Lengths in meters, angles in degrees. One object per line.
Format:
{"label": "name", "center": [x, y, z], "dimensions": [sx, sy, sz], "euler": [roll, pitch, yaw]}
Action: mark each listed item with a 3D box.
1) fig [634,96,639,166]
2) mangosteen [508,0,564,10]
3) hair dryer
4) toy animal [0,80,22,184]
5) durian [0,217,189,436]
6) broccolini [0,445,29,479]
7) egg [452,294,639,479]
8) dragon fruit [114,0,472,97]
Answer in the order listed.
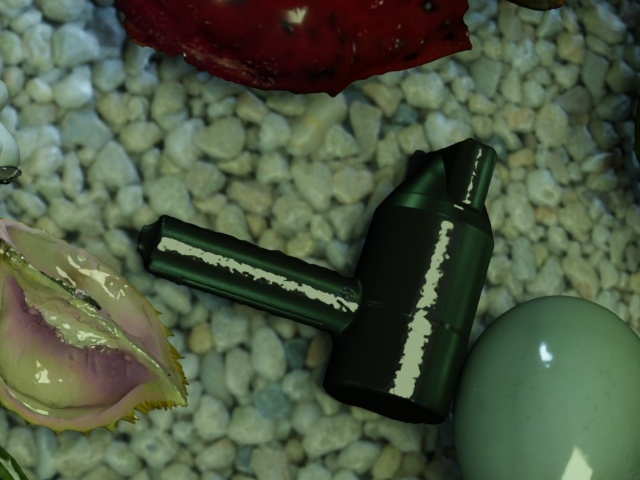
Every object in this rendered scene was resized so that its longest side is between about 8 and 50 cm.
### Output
{"label": "fig", "center": [0.436, -0.137, 1.721], "dimensions": [0.258, 0.258, 0.326], "euler": [39, 56, -14]}
{"label": "mangosteen", "center": [0.281, -0.387, 1.601], "dimensions": [0.421, 0.381, 0.381], "euler": [-17, 91, -25]}
{"label": "hair dryer", "center": [0.000, 0.000, 1.606], "dimensions": [0.302, 0.116, 0.244], "euler": [19, 74, -13]}
{"label": "toy animal", "center": [-0.288, -0.106, 1.507], "dimensions": [0.071, 0.085, 0.124], "euler": [-12, 83, -6]}
{"label": "durian", "center": [-0.199, 0.067, 1.490], "dimensions": [0.182, 0.132, 0.165], "euler": [10, 68, -21]}
{"label": "broccolini", "center": [-0.284, 0.138, 1.495], "dimensions": [0.051, 0.054, 0.239], "euler": [-39, 102, -36]}
{"label": "egg", "center": [0.204, 0.161, 1.601], "dimensions": [0.183, 0.183, 0.264], "euler": [32, 38, -17]}
{"label": "dragon fruit", "center": [-0.041, -0.274, 1.542], "dimensions": [0.330, 0.240, 0.302], "euler": [-23, 74, -30]}
